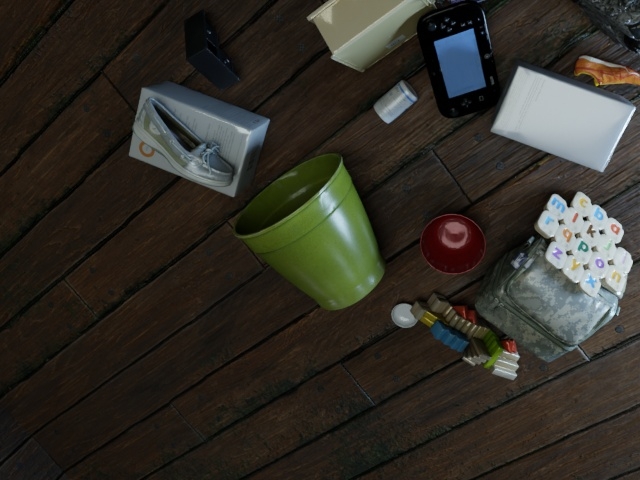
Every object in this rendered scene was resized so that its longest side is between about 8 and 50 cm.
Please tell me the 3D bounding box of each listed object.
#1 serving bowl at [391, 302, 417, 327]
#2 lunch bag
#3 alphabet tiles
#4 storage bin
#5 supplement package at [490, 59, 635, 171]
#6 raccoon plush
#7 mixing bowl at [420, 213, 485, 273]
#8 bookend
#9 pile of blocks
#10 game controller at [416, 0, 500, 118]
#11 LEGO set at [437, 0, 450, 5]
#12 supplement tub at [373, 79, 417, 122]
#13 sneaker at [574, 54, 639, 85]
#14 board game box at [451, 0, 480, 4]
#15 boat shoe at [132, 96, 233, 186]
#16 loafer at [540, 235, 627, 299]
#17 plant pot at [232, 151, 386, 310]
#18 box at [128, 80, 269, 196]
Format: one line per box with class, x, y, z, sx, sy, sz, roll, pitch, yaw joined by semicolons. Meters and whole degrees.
serving bowl;0.265;0.229;2.027;0.083;0.027;0.083;5;111;14
lunch bag;0.611;0.147;1.766;0.305;0.212;0.256;38;136;-1
alphabet tiles;0.694;0.007;1.712;0.284;0.278;0.021;39;148;-1
storage bin;0.149;-0.561;1.635;0.262;0.260;0.123;-31;82;23
supplement package;0.601;-0.319;1.644;0.293;0.177;0.175;22;114;7
raccoon plush;0.724;-0.650;1.481;0.446;0.216;0.299;41;107;-2
mixing bowl;0.382;-0.004;1.868;0.181;0.098;0.181;5;111;13
bookend;-0.309;-0.540;1.853;0.072;0.156;0.157;-23;147;22
pile of blocks;0.445;0.271;1.928;0.362;0.149;0.113;31;115;3
game controller;0.356;-0.455;1.657;0.166;0.067;0.319;-9;136;20
LEGO set;0.317;-0.620;1.683;0.023;0.054;0.083;9;119;54
supplement tub;0.207;-0.381;1.786;0.107;0.071;0.071;-38;97;25
sneaker;0.730;-0.417;1.639;0.175;0.064;0.067;22;112;19
board game box;0.404;-0.665;1.601;0.201;0.035;0.136;-3;111;41
boat shoe;-0.367;-0.262;1.779;0.320;0.118;0.103;37;120;6
loafer;0.730;0.057;1.803;0.268;0.102;0.092;37;82;6
plant pot;0.000;0.000;1.862;0.366;0.366;0.353;-27;113;22
box;-0.356;-0.303;1.914;0.345;0.168;0.215;22;115;5
